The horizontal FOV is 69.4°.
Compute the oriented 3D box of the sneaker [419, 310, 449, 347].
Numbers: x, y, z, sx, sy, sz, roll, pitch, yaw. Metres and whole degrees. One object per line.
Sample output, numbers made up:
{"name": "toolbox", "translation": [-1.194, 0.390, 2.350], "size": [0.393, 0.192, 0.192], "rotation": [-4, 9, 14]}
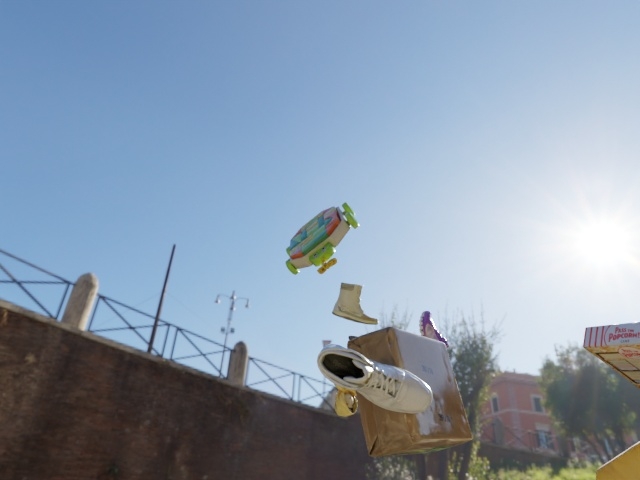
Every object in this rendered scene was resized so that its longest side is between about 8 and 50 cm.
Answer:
{"name": "sneaker", "translation": [0.447, 0.390, 1.812], "size": [0.104, 0.237, 0.095], "rotation": [-13, -30, 22]}

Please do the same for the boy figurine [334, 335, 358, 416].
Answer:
{"name": "boy figurine", "translation": [0.110, 0.496, 1.698], "size": [0.092, 0.286, 0.177], "rotation": [-6, -34, 43]}

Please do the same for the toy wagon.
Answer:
{"name": "toy wagon", "translation": [0.000, 0.000, 1.484], "size": [0.267, 0.344, 0.068], "rotation": [-38, -73, 10]}

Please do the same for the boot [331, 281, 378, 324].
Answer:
{"name": "boot", "translation": [0.173, 0.285, 2.086], "size": [0.213, 0.165, 0.077], "rotation": [15, -14, 10]}

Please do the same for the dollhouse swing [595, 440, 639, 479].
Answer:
{"name": "dollhouse swing", "translation": [0.816, 0.561, 0.944], "size": [0.315, 0.305, 0.347], "rotation": [22, -63, -36]}

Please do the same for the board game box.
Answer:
{"name": "board game box", "translation": [0.594, 0.211, 0.816], "size": [0.193, 0.045, 0.146], "rotation": [34, -28, -17]}

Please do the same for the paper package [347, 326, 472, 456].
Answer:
{"name": "paper package", "translation": [0.251, 0.431, 1.308], "size": [0.168, 0.310, 0.324], "rotation": [-28, -34, 30]}

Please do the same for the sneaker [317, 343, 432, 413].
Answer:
{"name": "sneaker", "translation": [0.123, 0.329, 1.068], "size": [0.292, 0.108, 0.169], "rotation": [20, -8, 9]}
